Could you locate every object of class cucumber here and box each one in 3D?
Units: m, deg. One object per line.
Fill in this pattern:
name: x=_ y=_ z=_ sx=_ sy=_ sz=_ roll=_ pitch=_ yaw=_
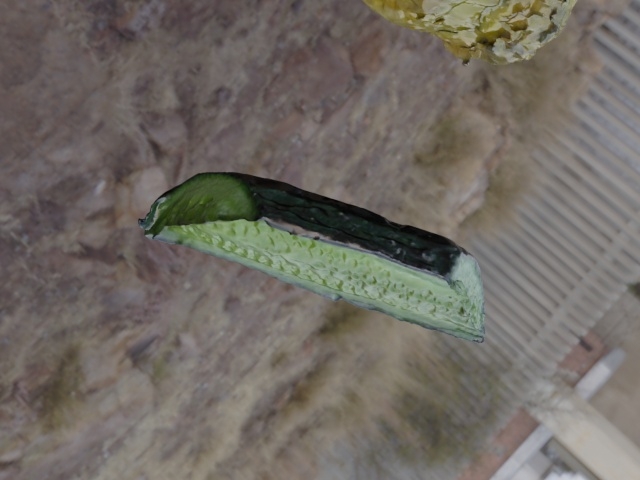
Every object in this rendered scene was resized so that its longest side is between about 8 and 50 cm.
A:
cucumber: x=0.000 y=0.000 z=0.528 sx=0.070 sy=0.220 sz=0.046 roll=100 pitch=7 yaw=-69

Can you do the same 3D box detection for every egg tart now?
egg tart: x=0.086 y=-0.271 z=0.742 sx=0.123 sy=0.294 sz=0.294 roll=-23 pitch=154 yaw=-24
